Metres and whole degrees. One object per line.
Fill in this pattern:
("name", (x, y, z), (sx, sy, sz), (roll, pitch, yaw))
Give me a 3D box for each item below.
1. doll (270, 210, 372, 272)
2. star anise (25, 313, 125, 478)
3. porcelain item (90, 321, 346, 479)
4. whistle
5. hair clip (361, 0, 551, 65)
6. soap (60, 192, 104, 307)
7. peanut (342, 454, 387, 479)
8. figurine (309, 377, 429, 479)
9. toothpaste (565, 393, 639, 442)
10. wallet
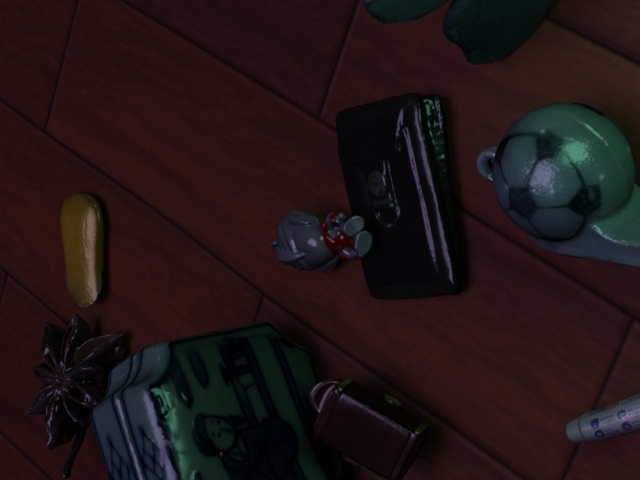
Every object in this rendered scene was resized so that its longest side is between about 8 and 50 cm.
("doll", (0.000, 0.000, 1.895), (0.180, 0.079, 0.094), (-9, 119, 51))
("star anise", (-0.363, 0.223, 2.242), (0.209, 0.089, 0.231), (34, 112, 47))
("porcelain item", (-0.120, 0.255, 1.901), (0.157, 0.286, 0.281), (-30, 73, 45))
("whistle", (0.286, -0.066, 1.587), (0.290, 0.163, 0.163), (11, 102, 39))
("hair clip", (0.187, -0.376, 1.535), (0.392, 0.318, 0.238), (-32, 72, 41))
("soap", (-0.353, 0.013, 2.245), (0.089, 0.033, 0.168), (8, 100, 43))
("peanut", (0.060, 0.277, 1.907), (0.083, 0.037, 0.037), (24, 111, 35))
("figurine", (0.059, 0.214, 1.855), (0.154, 0.098, 0.082), (30, 119, 13))
("toothpaste", (0.359, 0.181, 1.632), (0.218, 0.033, 0.052), (-25, 83, 38))
("wallet", (0.094, -0.050, 1.832), (0.169, 0.052, 0.245), (-7, 93, 46))
